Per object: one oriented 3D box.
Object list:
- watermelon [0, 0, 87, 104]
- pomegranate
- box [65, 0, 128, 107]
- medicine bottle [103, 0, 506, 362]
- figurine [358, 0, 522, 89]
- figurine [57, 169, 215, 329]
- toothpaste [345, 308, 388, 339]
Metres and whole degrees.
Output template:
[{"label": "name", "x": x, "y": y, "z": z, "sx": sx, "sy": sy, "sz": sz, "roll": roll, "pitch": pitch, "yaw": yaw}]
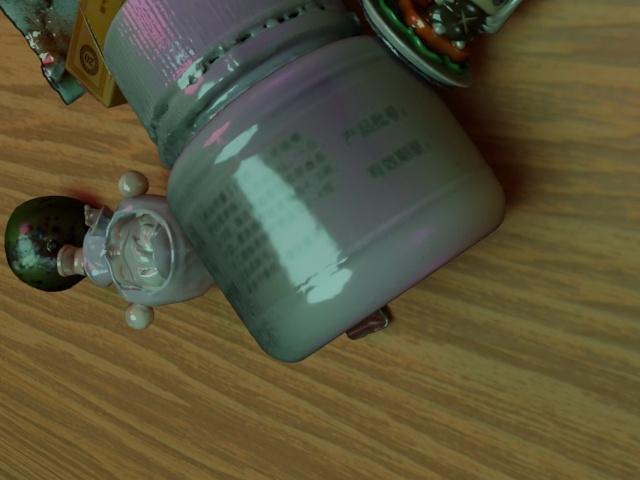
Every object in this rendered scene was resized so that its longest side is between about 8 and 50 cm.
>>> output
[{"label": "watermelon", "x": -0.294, "y": -0.327, "z": 0.832, "sx": 0.289, "sy": 0.213, "sz": 0.320, "roll": -15, "pitch": 88, "yaw": 40}, {"label": "pomegranate", "x": -0.401, "y": 0.007, "z": 1.125, "sx": 0.169, "sy": 0.148, "sz": 0.148, "roll": -22, "pitch": 94, "yaw": 50}, {"label": "box", "x": -0.136, "y": -0.272, "z": 0.750, "sx": 0.076, "sy": 0.174, "sz": 0.274, "roll": 44, "pitch": 131, "yaw": 17}, {"label": "medicine bottle", "x": -0.021, "y": -0.083, "z": 0.685, "sx": 0.325, "sy": 0.256, "sz": 0.256, "roll": 55, "pitch": 133, "yaw": 7}, {"label": "figurine", "x": 0.122, "y": -0.218, "z": 0.614, "sx": 0.132, "sy": 0.132, "sz": 0.153, "roll": 51, "pitch": 120, "yaw": 10}, {"label": "figurine", "x": -0.228, "y": 0.011, "z": 0.986, "sx": 0.276, "sy": 0.133, "sz": 0.200, "roll": 1, "pitch": 93, "yaw": 43}, {"label": "toothpaste", "x": 0.000, "y": 0.000, "z": 0.855, "sx": 0.062, "sy": 0.039, "sz": 0.239, "roll": -26, "pitch": 93, "yaw": 36}]
